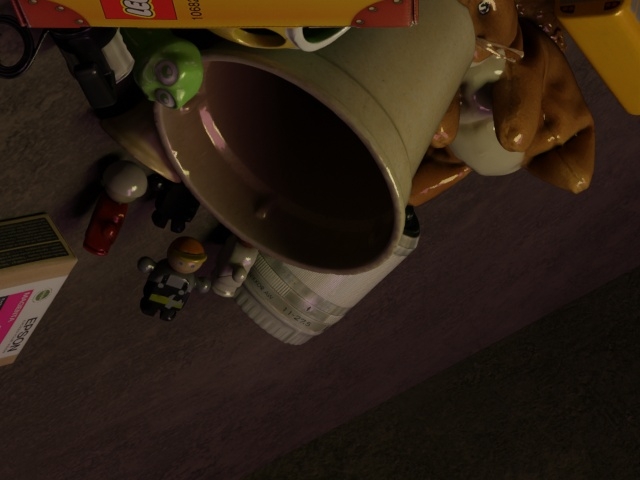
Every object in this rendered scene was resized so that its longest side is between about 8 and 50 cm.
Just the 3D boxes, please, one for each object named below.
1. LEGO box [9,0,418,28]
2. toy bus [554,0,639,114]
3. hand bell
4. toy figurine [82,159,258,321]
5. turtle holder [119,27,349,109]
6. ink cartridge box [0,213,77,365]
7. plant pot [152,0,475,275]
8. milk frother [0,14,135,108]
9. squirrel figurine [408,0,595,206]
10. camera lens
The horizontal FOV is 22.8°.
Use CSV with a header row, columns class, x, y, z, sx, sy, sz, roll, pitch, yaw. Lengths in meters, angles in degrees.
class,x,y,z,sx,sy,sz,roll,pitch,yaw
LEGO box,-0.105,-0.372,1.262,0.372,0.193,0.500,1,157,3
toy bus,0.403,-0.303,2.125,0.333,0.108,0.130,40,59,-50
hand bell,-0.152,-0.204,1.964,0.242,0.126,0.126,-52,158,5
toy figurine,-0.187,-0.018,2.120,0.213,0.209,0.148,-16,145,-46
turtle holder,-0.071,-0.303,1.637,0.320,0.227,0.243,-34,159,-24
ink cartridge box,-0.453,0.082,2.070,0.193,0.088,0.234,-13,148,-46
plant pot,0.022,-0.182,1.901,0.305,0.334,0.334,-53,171,-34
milk frother,-0.286,-0.214,1.721,0.143,0.129,0.135,5,161,9
squirrel figurine,0.225,-0.294,2.184,0.370,0.281,0.397,61,40,-45
camera lens,0.000,0.000,2.452,0.274,0.219,0.219,-44,159,18
